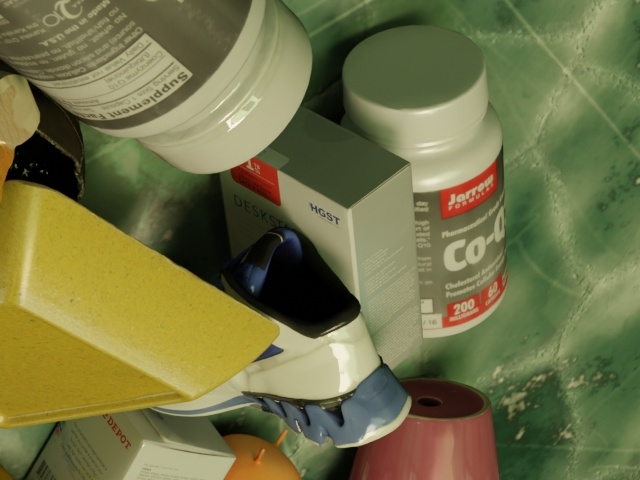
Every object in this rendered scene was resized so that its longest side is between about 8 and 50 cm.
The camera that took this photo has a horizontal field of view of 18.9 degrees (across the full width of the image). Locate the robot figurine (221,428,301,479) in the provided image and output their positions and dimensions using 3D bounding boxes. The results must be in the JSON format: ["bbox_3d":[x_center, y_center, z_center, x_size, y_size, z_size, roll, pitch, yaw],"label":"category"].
[{"bbox_3d":[-0.101,0.299,2.040,0.158,0.128,0.219,20,108,-35],"label":"robot figurine"}]

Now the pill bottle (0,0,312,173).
[{"bbox_3d":[-0.173,-0.209,1.537,0.204,0.204,0.361,-47,137,4],"label":"pill bottle"}]

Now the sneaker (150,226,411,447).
[{"bbox_3d":[-0.064,0.071,1.793,0.127,0.315,0.182,-39,125,-42],"label":"sneaker"}]

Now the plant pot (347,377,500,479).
[{"bbox_3d":[0.118,0.258,2.137,0.201,0.201,0.180,-7,111,-32],"label":"plant pot"}]

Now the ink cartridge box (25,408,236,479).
[{"bbox_3d":[-0.196,0.239,1.925,0.127,0.128,0.176,15,113,-42],"label":"ink cartridge box"}]

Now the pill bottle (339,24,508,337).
[{"bbox_3d":[0.100,-0.057,1.884,0.161,0.161,0.283,-24,134,-19],"label":"pill bottle"}]

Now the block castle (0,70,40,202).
[{"bbox_3d":[-0.448,-0.050,1.317,0.453,0.213,0.303,18,90,-43],"label":"block castle"}]

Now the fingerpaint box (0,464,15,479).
[{"bbox_3d":[-0.358,0.498,1.814,0.445,0.163,0.371,-42,93,7],"label":"fingerpaint box"}]

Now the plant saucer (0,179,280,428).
[{"bbox_3d":[-0.260,0.076,1.637,0.333,0.081,0.332,-12,149,34],"label":"plant saucer"}]

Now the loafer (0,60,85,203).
[{"bbox_3d":[-0.327,-0.107,1.557,0.366,0.130,0.134,14,114,-42],"label":"loafer"}]

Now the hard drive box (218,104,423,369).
[{"bbox_3d":[0.000,0.000,1.833,0.089,0.181,0.232,-36,138,-30],"label":"hard drive box"}]
